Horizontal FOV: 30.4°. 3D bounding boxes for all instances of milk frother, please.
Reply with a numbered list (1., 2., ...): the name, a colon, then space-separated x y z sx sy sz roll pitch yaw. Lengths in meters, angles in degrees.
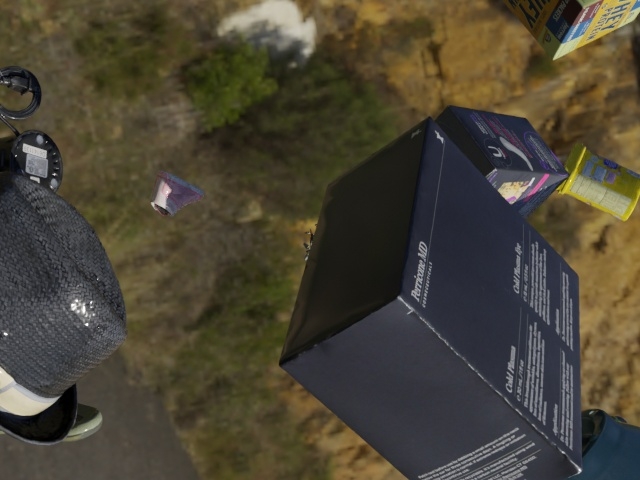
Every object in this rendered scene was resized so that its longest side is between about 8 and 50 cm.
1. milk frother: -0.386 -0.118 1.388 0.129 0.134 0.143 42 52 -48

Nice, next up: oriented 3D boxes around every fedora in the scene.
1. fedora: -0.306 0.042 1.221 0.334 0.152 0.334 60 6 -11

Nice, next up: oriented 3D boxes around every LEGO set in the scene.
1. LEGO set: -0.001 -0.002 1.847 0.054 0.023 0.083 36 57 -40

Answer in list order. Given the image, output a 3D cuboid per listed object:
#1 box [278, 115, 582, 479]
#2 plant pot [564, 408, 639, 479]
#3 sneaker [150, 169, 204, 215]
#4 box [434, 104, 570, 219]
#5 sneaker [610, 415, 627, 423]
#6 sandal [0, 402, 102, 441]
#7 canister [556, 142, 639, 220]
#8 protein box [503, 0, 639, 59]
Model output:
1. box: 0.145 0.088 1.388 0.312 0.179 0.343 45 33 -22
2. plant pot: 0.338 0.332 1.442 0.196 0.293 0.293 50 0 -4
3. sneaker: -0.250 -0.072 2.021 0.134 0.051 0.070 29 80 -67
4. box: 0.313 -0.138 2.207 0.270 0.143 0.165 1 48 -49
5. sneaker: 0.555 0.384 2.256 0.234 0.097 0.084 -7 81 -51
6. sandal: -0.540 0.298 2.177 0.120 0.302 0.086 -55 144 -57
7. canister: 0.612 -0.126 2.580 0.126 0.169 0.073 -59 172 -38
8. protein box: 0.413 -0.441 1.931 0.201 0.199 0.136 54 -26 18
